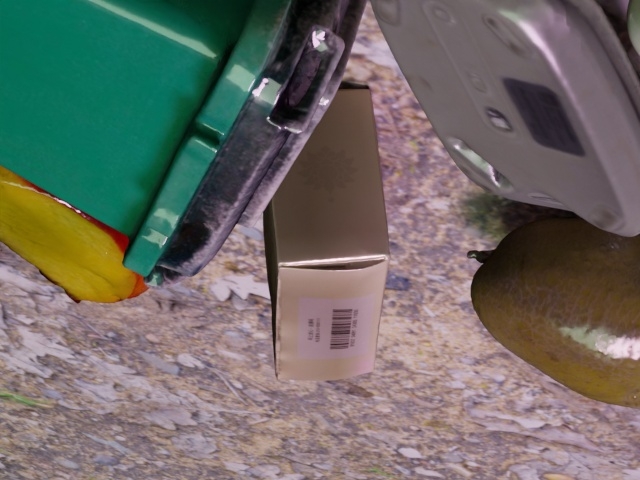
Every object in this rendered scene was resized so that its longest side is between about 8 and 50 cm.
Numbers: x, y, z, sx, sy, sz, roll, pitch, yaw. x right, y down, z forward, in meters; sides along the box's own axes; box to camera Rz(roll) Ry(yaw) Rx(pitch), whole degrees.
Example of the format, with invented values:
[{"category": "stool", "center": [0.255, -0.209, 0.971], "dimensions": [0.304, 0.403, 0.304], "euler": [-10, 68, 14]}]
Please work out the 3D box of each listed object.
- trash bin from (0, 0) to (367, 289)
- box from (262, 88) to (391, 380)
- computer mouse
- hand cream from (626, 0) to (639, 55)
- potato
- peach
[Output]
[{"category": "trash bin", "center": [-0.177, -0.171, 0.943], "dimensions": [0.381, 0.259, 0.295], "euler": [25, 141, -8]}, {"category": "box", "center": [0.000, 0.000, 1.229], "dimensions": [0.095, 0.168, 0.212], "euler": [-2, 151, -3]}, {"category": "computer mouse", "center": [0.151, -0.116, 1.055], "dimensions": [0.197, 0.095, 0.331], "euler": [17, 157, 34]}, {"category": "hand cream", "center": [0.322, -0.105, 1.038], "dimensions": [0.147, 0.093, 0.306], "euler": [-13, 151, 38]}, {"category": "potato", "center": [0.244, 0.060, 1.268], "dimensions": [0.251, 0.159, 0.174], "euler": [23, 126, -1]}, {"category": "peach", "center": [-0.195, -0.049, 1.245], "dimensions": [0.154, 0.159, 0.267], "euler": [0, 148, 42]}]
